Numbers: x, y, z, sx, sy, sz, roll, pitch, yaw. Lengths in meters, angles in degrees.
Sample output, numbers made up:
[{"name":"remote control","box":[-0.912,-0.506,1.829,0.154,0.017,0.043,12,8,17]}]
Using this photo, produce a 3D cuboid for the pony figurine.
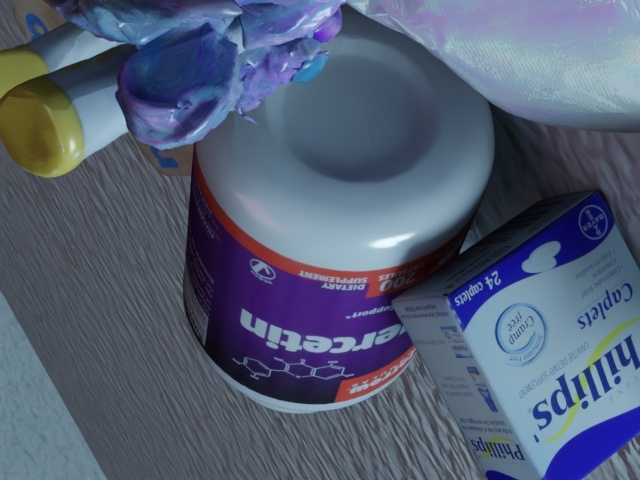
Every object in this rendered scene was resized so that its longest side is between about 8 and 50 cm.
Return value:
[{"name":"pony figurine","box":[0.003,-0.154,0.664,0.351,0.363,0.302,1,114,46]}]

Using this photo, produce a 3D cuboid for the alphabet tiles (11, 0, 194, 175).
[{"name":"alphabet tiles","box":[-0.151,-0.166,1.076,0.278,0.021,0.284,3,130,54]}]

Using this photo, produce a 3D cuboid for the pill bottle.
[{"name":"pill bottle","box":[0.000,0.000,0.998,0.181,0.181,0.323,50,157,19]}]

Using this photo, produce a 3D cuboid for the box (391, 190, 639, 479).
[{"name":"box","box":[0.133,0.061,0.874,0.137,0.126,0.072,61,156,-9]}]
